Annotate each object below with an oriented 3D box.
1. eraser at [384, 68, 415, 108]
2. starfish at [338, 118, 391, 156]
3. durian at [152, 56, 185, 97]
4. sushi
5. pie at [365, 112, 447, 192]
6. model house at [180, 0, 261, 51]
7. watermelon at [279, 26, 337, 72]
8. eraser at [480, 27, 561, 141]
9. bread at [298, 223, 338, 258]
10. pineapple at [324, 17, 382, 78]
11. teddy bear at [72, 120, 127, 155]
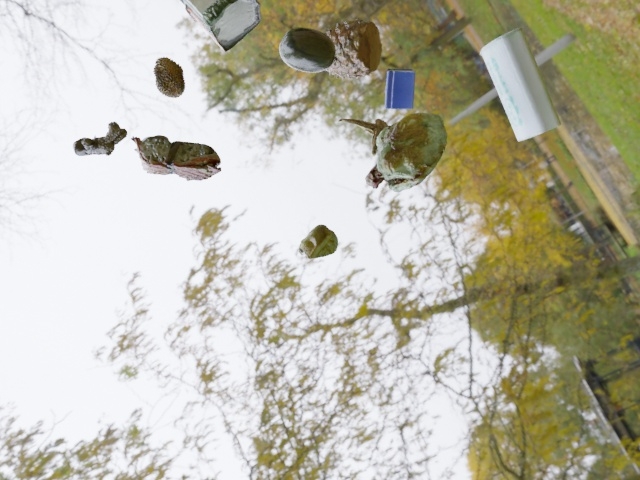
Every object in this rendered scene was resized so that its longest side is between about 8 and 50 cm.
[{"bbox_3d":[0.176,-0.334,1.299,0.027,0.063,0.085,-73,-15,-63],"label":"eraser"},{"bbox_3d":[0.207,-0.360,2.011,0.295,0.048,0.231,10,-136,-18],"label":"starfish"},{"bbox_3d":[-0.613,-0.655,2.396,0.168,0.137,0.158,63,-178,19],"label":"durian"},{"bbox_3d":[-0.499,-0.287,2.040,0.124,0.332,0.130,97,179,-64],"label":"sushi"},{"bbox_3d":[0.277,-0.279,1.840,0.105,0.257,0.274,37,-118,-42],"label":"pie"},{"bbox_3d":[-0.372,-0.820,1.964,0.301,0.190,0.271,44,-177,2],"label":"model house"},{"bbox_3d":[-0.022,-0.353,1.093,0.110,0.078,0.078,9,-147,-4],"label":"watermelon"},{"bbox_3d":[0.555,-0.430,1.640,0.189,0.104,0.290,-166,52,-85],"label":"eraser"},{"bbox_3d":[-0.003,0.000,2.210,0.103,0.110,0.156,33,-146,33],"label":"bread"},{"bbox_3d":[0.021,-0.515,1.586,0.158,0.278,0.158,-26,-60,-56],"label":"pineapple"},{"bbox_3d":[-0.647,-0.282,1.734,0.119,0.160,0.078,44,-155,-84],"label":"teddy bear"}]
